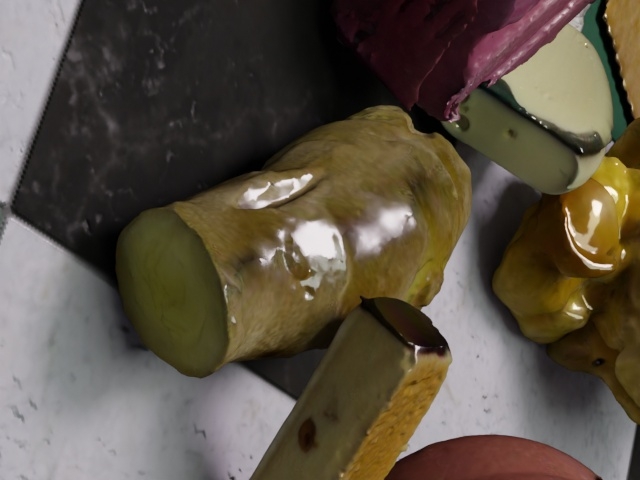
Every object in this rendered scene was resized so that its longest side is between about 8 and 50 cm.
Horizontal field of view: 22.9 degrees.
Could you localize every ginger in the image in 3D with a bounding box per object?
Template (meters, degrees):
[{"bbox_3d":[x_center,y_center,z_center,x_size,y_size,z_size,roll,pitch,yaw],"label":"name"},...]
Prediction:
[{"bbox_3d":[0.000,0.000,0.874,0.263,0.109,0.116,-25,112,-51],"label":"ginger"}]

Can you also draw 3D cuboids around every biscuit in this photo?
[{"bbox_3d":[0.309,-0.184,1.389,0.237,0.013,0.232,-50,127,-44],"label":"biscuit"},{"bbox_3d":[0.002,0.116,0.842,0.052,0.056,0.188,1,125,-53],"label":"biscuit"}]

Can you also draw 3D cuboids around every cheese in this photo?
[{"bbox_3d":[0.162,-0.134,1.129,0.127,0.054,0.251,33,39,-3],"label":"cheese"}]

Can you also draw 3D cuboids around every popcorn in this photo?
[{"bbox_3d":[0.277,0.023,1.181,0.332,0.225,0.265,-4,79,-32],"label":"popcorn"}]

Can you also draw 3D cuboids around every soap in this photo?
[{"bbox_3d":[0.134,-0.194,0.994,0.289,0.112,0.182,-45,167,-15],"label":"soap"}]

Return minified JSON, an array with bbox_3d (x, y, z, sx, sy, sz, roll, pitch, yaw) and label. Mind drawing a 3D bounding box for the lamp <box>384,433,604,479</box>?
[{"bbox_3d":[0.114,0.265,0.909,0.305,0.240,0.305,54,3,-4],"label":"lamp"}]
